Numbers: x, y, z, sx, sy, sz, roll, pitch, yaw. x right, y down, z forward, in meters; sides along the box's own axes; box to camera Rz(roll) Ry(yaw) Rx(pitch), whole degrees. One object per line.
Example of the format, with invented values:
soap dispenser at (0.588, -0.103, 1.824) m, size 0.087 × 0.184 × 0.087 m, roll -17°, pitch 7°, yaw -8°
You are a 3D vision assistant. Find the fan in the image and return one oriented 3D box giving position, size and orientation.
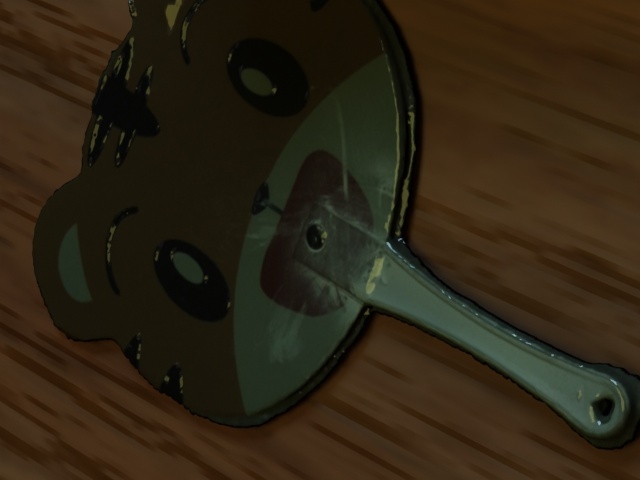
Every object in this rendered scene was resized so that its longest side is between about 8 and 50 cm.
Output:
fan at (0.000, 0.000, 0.527) m, size 0.226 × 0.008 × 0.153 m, roll 33°, pitch 110°, yaw 36°
